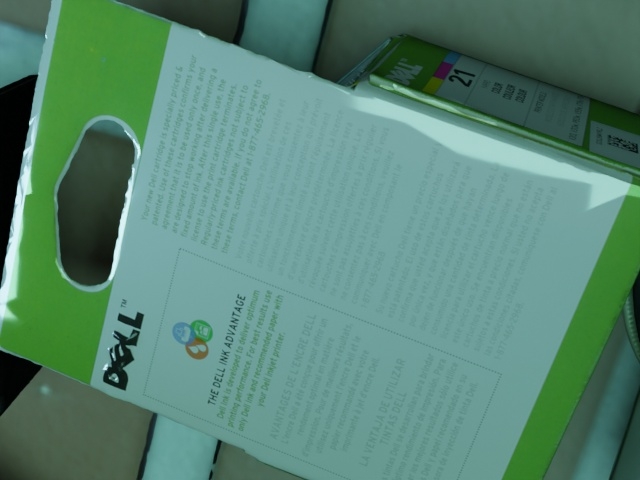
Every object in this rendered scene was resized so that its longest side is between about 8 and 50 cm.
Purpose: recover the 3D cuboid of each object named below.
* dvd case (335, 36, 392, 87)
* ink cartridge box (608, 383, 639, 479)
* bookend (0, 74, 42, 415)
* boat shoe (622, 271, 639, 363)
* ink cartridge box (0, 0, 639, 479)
[{"bbox_3d":[0.040,-0.026,0.557,0.087,0.013,0.119,-38,100,16],"label":"dvd case"},{"bbox_3d":[0.295,0.148,0.438,0.307,0.223,0.129,2,121,-7],"label":"ink cartridge box"},{"bbox_3d":[-0.222,-0.004,0.562,0.157,0.072,0.156,4,108,5],"label":"bookend"},{"bbox_3d":[0.222,-0.063,0.471,0.127,0.113,0.340,22,109,-2],"label":"boat shoe"},{"bbox_3d":[0.000,0.000,0.513,0.255,0.097,0.188,21,116,7],"label":"ink cartridge box"}]
